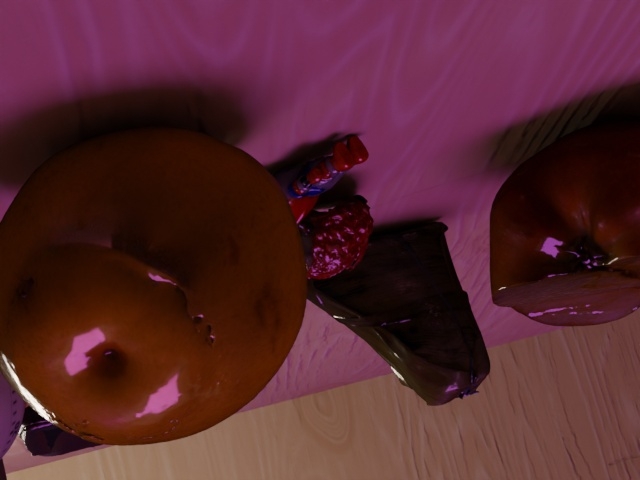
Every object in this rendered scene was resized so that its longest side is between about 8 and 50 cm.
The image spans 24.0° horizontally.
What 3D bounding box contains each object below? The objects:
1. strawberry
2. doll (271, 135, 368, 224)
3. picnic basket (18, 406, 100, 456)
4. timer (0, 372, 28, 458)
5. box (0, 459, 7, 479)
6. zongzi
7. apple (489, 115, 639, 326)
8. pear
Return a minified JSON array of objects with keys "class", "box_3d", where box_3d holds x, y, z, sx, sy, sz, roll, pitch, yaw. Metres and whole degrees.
[{"class":"strawberry","box_3d":[-0.002,0.001,1.682,0.140,0.085,0.192,-17,-179,-11]},{"class":"doll","box_3d":[-0.031,-0.047,1.539,0.194,0.062,0.104,-33,-165,40]},{"class":"picnic basket","box_3d":[-0.308,0.202,2.116,0.296,0.129,0.222,-14,156,-11]},{"class":"timer","box_3d":[-0.425,0.155,1.530,0.233,0.233,0.240,-21,-173,25]},{"class":"box","box_3d":[-0.665,0.348,2.273,0.225,0.190,0.297,-22,168,27]},{"class":"zongzi","box_3d":[0.069,0.108,1.942,0.274,0.251,0.125,-7,151,-27]},{"class":"apple","box_3d":[0.360,-0.002,1.717,0.365,0.295,0.329,10,114,-55]},{"class":"pear","box_3d":[-0.155,0.024,1.298,0.285,0.285,0.336,-13,-152,-10]}]
